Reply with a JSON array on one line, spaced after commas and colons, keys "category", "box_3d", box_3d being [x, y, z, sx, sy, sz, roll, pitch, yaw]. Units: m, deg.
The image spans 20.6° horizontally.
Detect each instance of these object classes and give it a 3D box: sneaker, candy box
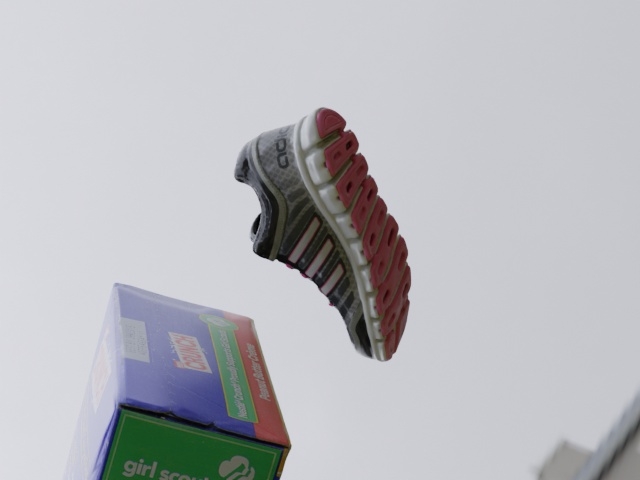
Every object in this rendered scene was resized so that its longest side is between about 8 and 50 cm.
[{"category": "sneaker", "box_3d": [0.000, 0.000, 1.029, 0.170, 0.074, 0.063, 67, -150, -32]}, {"category": "candy box", "box_3d": [-0.128, 0.221, 1.222, 0.268, 0.122, 0.317, -112, 36, -73]}]
